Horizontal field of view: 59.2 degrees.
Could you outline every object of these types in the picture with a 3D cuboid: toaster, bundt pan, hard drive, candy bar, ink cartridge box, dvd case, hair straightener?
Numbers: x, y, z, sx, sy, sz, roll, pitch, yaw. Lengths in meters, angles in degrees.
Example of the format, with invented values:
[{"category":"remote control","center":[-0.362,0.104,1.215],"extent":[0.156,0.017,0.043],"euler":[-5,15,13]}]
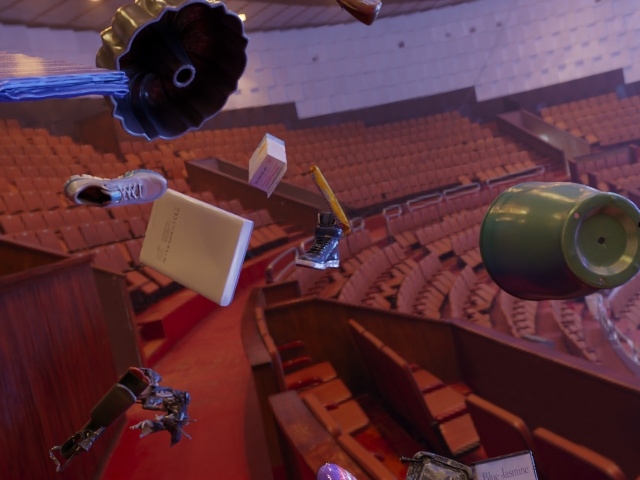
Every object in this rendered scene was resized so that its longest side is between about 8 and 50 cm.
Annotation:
[{"category":"toaster","center":[0.311,0.659,1.485],"extent":[0.227,0.146,0.129],"euler":[13,43,20]},{"category":"bundt pan","center":[-0.315,-0.372,1.158],"extent":[0.331,0.124,0.331],"euler":[-38,-21,-17]},{"category":"hard drive","center":[-0.318,0.007,1.403],"extent":[0.319,0.210,0.040],"euler":[21,7,34]},{"category":"candy bar","center":[0.019,-0.082,1.152],"extent":[0.018,0.161,0.040],"euler":[-26,-9,-20]},{"category":"ink cartridge box","center":[-0.146,-0.207,1.540],"extent":[0.062,0.104,0.181],"euler":[25,26,-21]},{"category":"dvd case","center":[0.468,0.656,1.370],"extent":[0.180,0.253,0.022],"euler":[-2,-17,-23]},{"category":"hair straightener","center":[-0.350,0.280,0.844],"extent":[0.230,0.047,0.089],"euler":[-39,9,22]}]

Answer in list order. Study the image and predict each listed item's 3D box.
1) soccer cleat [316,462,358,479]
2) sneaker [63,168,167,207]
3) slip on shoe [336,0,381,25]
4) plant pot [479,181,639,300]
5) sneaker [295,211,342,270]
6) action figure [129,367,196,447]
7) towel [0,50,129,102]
[{"category":"soccer cleat","center":[0.104,0.743,1.531],"extent":[0.109,0.318,0.116],"euler":[-34,-22,-15]},{"category":"sneaker","center":[-0.385,-0.090,1.078],"extent":[0.191,0.071,0.083],"euler":[-10,24,-24]},{"category":"slip on shoe","center":[0.042,-0.414,0.959],"extent":[0.051,0.135,0.041],"euler":[-47,-17,-33]},{"category":"plant pot","center":[0.509,-0.001,1.158],"extent":[0.272,0.271,0.255],"euler":[-12,1,-10]},{"category":"sneaker","center":[-0.001,0.000,1.597],"extent":[0.086,0.163,0.226],"euler":[9,5,20]},{"category":"action figure","center":[-0.441,0.452,1.520],"extent":[0.141,0.164,0.276],"euler":[7,6,-36]},{"category":"towel","center":[-0.485,-0.244,0.821],"extent":[0.336,0.040,0.243],"euler":[15,22,20]}]
